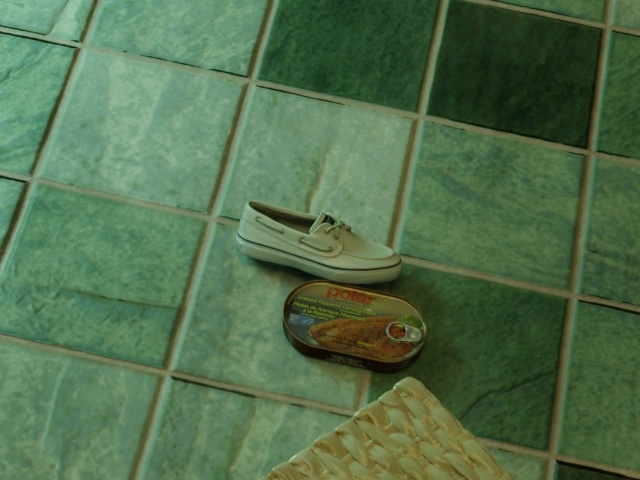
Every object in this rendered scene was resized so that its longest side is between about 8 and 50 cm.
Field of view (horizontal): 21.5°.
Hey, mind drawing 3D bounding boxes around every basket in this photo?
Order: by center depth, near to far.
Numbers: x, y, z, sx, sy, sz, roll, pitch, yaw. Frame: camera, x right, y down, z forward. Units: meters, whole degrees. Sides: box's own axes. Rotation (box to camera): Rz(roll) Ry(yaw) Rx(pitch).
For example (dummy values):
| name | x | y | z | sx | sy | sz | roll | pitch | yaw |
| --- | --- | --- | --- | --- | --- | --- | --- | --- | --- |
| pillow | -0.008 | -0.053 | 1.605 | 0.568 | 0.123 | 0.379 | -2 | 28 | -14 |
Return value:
| name | x | y | z | sx | sy | sz | roll | pitch | yaw |
| --- | --- | --- | --- | --- | --- | --- | --- | --- | --- |
| basket | 0.075 | 0.381 | 1.871 | 0.328 | 0.266 | 0.331 | -32 | 63 | -24 |

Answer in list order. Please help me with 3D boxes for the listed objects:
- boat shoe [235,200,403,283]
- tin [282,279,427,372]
| name | x | y | z | sx | sy | sz | roll | pitch | yaw |
| --- | --- | --- | --- | --- | --- | --- | --- | --- | --- |
| boat shoe | 0.000 | 0.000 | 2.223 | 0.226 | 0.076 | 0.083 | 9 | 26 | 1 |
| tin | 0.044 | 0.112 | 2.192 | 0.189 | 0.040 | 0.106 | 13 | 59 | 2 |
